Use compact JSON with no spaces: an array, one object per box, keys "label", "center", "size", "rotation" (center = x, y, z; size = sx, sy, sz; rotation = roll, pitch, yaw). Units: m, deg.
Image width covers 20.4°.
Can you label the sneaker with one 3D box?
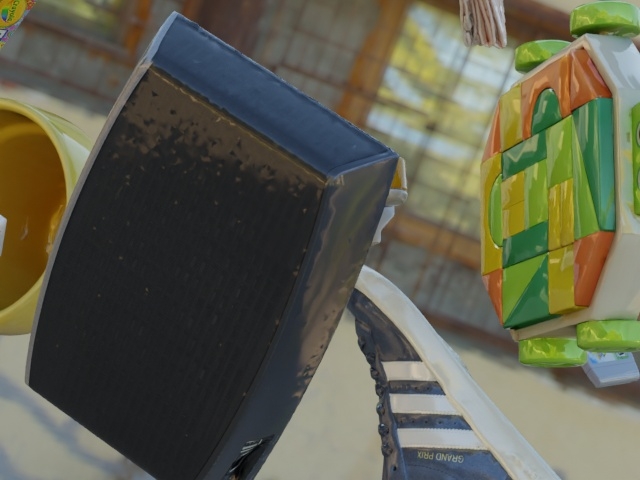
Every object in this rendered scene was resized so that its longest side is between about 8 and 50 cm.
[{"label":"sneaker","center":[0.088,0.174,1.634],"size":[0.350,0.148,0.131],"rotation":[51,2,27]}]

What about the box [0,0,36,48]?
[{"label":"box","center":[-0.506,-0.269,1.954],"size":[0.279,0.290,0.177],"rotation":[3,57,-39]}]

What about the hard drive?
[{"label":"hard drive","center":[-0.074,0.020,0.997],"size":[0.172,0.255,0.054],"rotation":[34,31,16]}]

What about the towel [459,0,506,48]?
[{"label":"towel","center":[0.126,-0.406,1.812],"size":[0.053,0.317,0.332],"rotation":[-12,43,12]}]

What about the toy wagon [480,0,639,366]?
[{"label":"toy wagon","center":[0.209,-0.046,1.367],"size":[0.068,0.267,0.344],"rotation":[2,-10,-15]}]

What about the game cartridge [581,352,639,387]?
[{"label":"game cartridge","center":[0.284,0.108,1.796],"size":[0.056,0.017,0.083],"rotation":[-9,62,-19]}]

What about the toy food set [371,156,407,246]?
[{"label":"toy food set","center":[0.000,0.000,1.627],"size":[0.111,0.104,0.232],"rotation":[3,-14,-26]}]

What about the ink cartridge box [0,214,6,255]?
[{"label":"ink cartridge box","center":[-0.359,0.006,1.632],"size":[0.090,0.143,0.092],"rotation":[39,-27,3]}]

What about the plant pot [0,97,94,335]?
[{"label":"plant pot","center":[-0.307,-0.014,1.981],"size":[0.254,0.254,0.239],"rotation":[25,5,30]}]
